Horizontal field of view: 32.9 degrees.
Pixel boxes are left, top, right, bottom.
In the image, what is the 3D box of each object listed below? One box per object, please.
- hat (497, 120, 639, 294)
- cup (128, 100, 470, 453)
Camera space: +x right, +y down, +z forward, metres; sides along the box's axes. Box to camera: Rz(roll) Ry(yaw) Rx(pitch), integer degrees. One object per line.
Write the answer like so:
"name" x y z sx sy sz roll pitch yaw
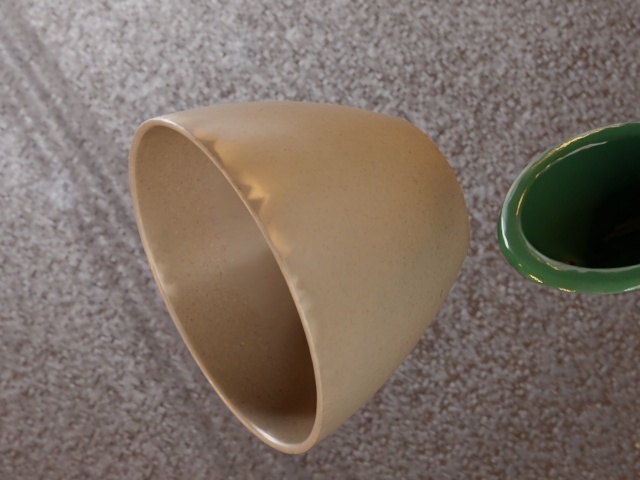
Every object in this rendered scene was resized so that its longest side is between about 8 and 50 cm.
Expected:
"hat" 0.242 0.027 0.829 0.173 0.183 0.208 -2 42 27
"cup" 0.000 0.000 1.030 0.237 0.331 0.331 -26 38 -24
